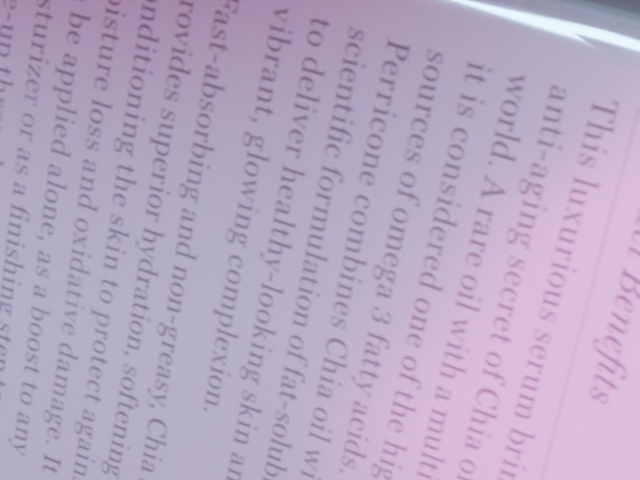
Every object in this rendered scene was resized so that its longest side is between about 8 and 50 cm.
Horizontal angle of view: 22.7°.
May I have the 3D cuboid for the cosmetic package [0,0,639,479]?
[{"bbox_3d":[0.000,0.000,0.529,0.453,0.161,0.230,19,111,20],"label":"cosmetic package"}]
